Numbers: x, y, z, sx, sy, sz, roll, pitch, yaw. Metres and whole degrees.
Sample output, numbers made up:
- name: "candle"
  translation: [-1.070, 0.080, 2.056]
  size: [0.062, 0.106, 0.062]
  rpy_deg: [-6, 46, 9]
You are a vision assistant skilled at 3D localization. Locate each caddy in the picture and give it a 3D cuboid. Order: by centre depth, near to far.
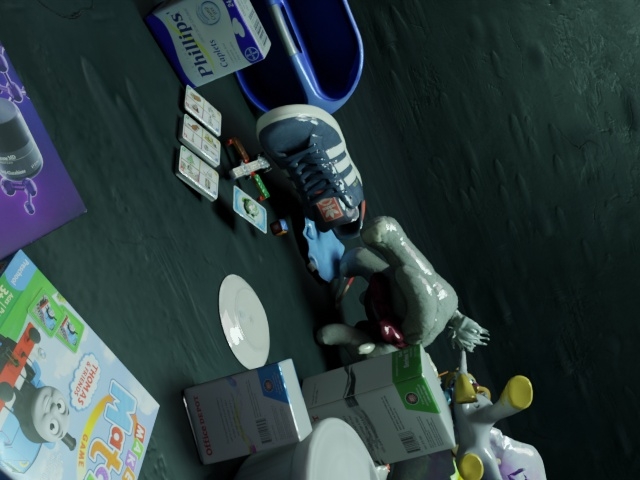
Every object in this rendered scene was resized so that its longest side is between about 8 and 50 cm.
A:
- name: "caddy"
  translation: [-0.058, -0.390, 1.257]
  size: [0.179, 0.241, 0.341]
  rpy_deg: [-71, 139, -70]

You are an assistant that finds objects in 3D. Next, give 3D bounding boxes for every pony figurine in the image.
- name: "pony figurine"
  translation: [0.282, 0.384, 1.222]
  size: [0.363, 0.303, 0.351]
  rpy_deg: [78, 12, -84]

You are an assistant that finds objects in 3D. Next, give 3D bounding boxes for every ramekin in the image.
- name: "ramekin"
  translation: [-0.009, 0.361, 0.815]
  size: [0.273, 0.127, 0.273]
  rpy_deg: [-19, 90, -73]

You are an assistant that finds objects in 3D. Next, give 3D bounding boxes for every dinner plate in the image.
- name: "dinner plate"
  translation: [-0.103, 0.115, 0.971]
  size: [0.141, 0.017, 0.141]
  rpy_deg: [55, 23, -38]

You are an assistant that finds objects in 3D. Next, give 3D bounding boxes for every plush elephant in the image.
- name: "plush elephant"
  translation: [0.118, 0.167, 1.253]
  size: [0.330, 0.255, 0.272]
  rpy_deg: [42, -19, -2]

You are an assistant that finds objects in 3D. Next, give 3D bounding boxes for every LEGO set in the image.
- name: "LEGO set"
  translation: [-0.141, -0.100, 1.056]
  size: [0.244, 0.060, 0.182]
  rpy_deg: [38, 36, -41]

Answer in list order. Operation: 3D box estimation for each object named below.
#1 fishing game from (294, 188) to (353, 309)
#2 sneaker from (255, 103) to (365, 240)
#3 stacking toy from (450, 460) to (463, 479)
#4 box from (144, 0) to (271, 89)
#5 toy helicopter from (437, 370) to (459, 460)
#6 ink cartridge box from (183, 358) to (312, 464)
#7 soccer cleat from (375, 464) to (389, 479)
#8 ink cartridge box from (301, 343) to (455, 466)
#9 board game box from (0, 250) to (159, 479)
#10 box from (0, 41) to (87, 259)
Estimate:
- name: "fishing game"
  translation: [0.000, 0.000, 1.370]
  size: [0.189, 0.041, 0.264]
  rpy_deg: [-58, 132, -60]
- name: "sneaker"
  translation: [0.002, -0.104, 1.196]
  size: [0.350, 0.131, 0.148]
  rpy_deg: [39, 37, -58]
- name: "stacking toy"
  translation: [0.246, 0.517, 1.458]
  size: [0.302, 0.166, 0.175]
  rpy_deg: [49, 14, -17]
- name: "box"
  translation: [-0.165, -0.311, 1.012]
  size: [0.072, 0.137, 0.126]
  rpy_deg: [-82, 149, -53]
- name: "toy helicopter"
  translation: [0.312, 0.427, 1.802]
  size: [0.235, 0.140, 0.355]
  rpy_deg: [59, 9, -10]
- name: "ink cartridge box"
  translation: [-0.083, 0.194, 0.772]
  size: [0.052, 0.122, 0.088]
  rpy_deg: [7, 66, -75]
- name: "soccer cleat"
  translation: [0.086, 0.431, 1.163]
  size: [0.068, 0.076, 0.196]
  rpy_deg: [35, -25, 36]
- name: "ink cartridge box"
  translation: [0.088, 0.271, 1.073]
  size: [0.087, 0.208, 0.153]
  rpy_deg: [-80, 148, -62]
- name: "board game box"
  translation: [-0.220, 0.136, 0.551]
  size: [0.160, 0.039, 0.211]
  rpy_deg: [-85, 152, -53]
- name: "box"
  translation: [-0.290, -0.047, 0.426]
  size: [0.184, 0.103, 0.261]
  rpy_deg: [64, 18, -13]
